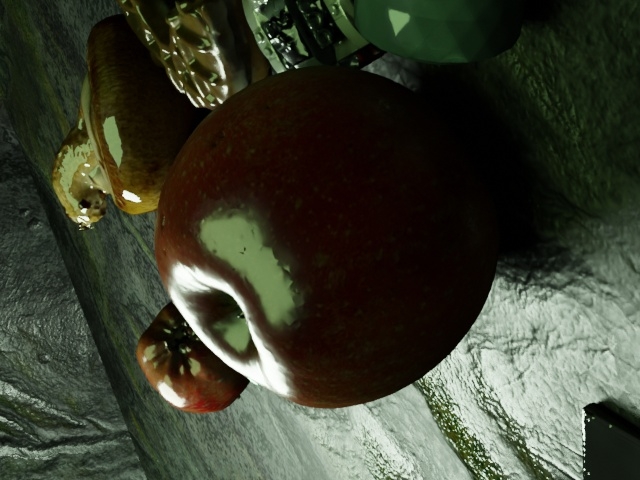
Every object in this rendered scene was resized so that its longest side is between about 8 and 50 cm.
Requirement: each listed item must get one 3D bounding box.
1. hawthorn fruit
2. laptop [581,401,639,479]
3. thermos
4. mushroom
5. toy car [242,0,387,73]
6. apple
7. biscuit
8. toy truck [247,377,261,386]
[{"bbox_3d":[-0.207,0.222,1.637,0.208,0.208,0.248,47,170,38],"label":"hawthorn fruit"},{"bbox_3d":[0.317,0.247,0.836,0.197,0.016,0.135,32,137,51],"label":"laptop"},{"bbox_3d":[0.093,-0.296,0.703,0.182,0.145,0.287,25,133,27],"label":"thermos"},{"bbox_3d":[-0.316,-0.173,1.441,0.345,0.259,0.346,167,90,-81],"label":"mushroom"},{"bbox_3d":[-0.035,-0.297,0.951,0.193,0.118,0.301,-14,106,54],"label":"toy car"},{"bbox_3d":[0.000,0.000,0.920,0.348,0.277,0.349,40,155,23],"label":"apple"},{"bbox_3d":[-0.186,-0.312,1.215,0.366,0.115,0.268,48,163,36],"label":"biscuit"},{"bbox_3d":[-0.073,0.081,1.298,0.279,0.156,0.155,45,146,40],"label":"toy truck"}]
